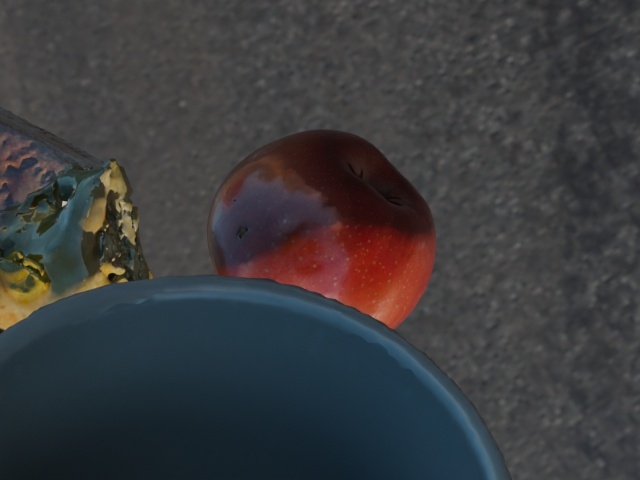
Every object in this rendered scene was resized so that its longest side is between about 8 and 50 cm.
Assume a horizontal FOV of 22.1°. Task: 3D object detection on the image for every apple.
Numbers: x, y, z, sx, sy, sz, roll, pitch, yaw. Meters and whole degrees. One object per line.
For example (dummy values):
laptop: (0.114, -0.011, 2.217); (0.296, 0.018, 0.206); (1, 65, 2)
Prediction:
apple: (0.000, 0.000, 1.844); (0.216, 0.260, 0.260); (-44, 74, 23)

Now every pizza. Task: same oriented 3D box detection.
pizza: (-0.179, 0.092, 0.925); (0.189, 0.297, 0.071); (42, -173, 12)

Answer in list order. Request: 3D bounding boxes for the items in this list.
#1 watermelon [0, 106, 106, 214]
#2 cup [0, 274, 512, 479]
watermelon: (-0.260, -0.013, 1.263); (0.213, 0.201, 0.261); (142, 128, -88)
cup: (-0.092, 0.162, 0.679); (0.301, 0.227, 0.257); (28, 135, 14)
